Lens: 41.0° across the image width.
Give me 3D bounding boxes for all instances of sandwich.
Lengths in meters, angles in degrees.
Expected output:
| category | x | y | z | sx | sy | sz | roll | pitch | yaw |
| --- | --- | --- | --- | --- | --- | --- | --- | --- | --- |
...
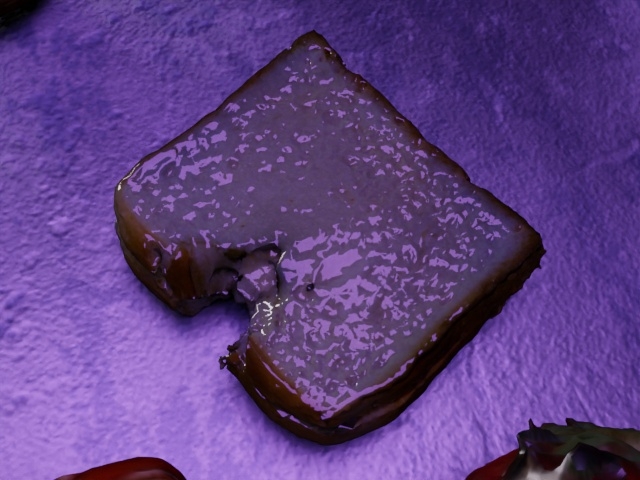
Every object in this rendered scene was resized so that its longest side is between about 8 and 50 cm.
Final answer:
| category | x | y | z | sx | sy | sz | roll | pitch | yaw |
| --- | --- | --- | --- | --- | --- | --- | --- | --- | --- |
| sandwich | 0.000 | 0.001 | 0.663 | 0.249 | 0.095 | 0.273 | -39 | 73 | -23 |

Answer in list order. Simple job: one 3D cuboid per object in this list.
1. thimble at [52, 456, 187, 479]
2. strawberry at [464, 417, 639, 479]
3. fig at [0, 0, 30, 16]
| category | x | y | z | sx | sy | sz | roll | pitch | yaw |
| --- | --- | --- | --- | --- | --- | --- | --- | --- | --- |
| thimble | -0.126 | 0.287 | 0.373 | 0.231 | 0.350 | 0.350 | -13 | 66 | -17 |
| strawberry | 0.181 | 0.243 | 0.501 | 0.258 | 0.257 | 0.276 | 4 | 85 | -5 |
| fig | -0.292 | -0.289 | 0.714 | 0.146 | 0.201 | 0.133 | 32 | 44 | -3 |
